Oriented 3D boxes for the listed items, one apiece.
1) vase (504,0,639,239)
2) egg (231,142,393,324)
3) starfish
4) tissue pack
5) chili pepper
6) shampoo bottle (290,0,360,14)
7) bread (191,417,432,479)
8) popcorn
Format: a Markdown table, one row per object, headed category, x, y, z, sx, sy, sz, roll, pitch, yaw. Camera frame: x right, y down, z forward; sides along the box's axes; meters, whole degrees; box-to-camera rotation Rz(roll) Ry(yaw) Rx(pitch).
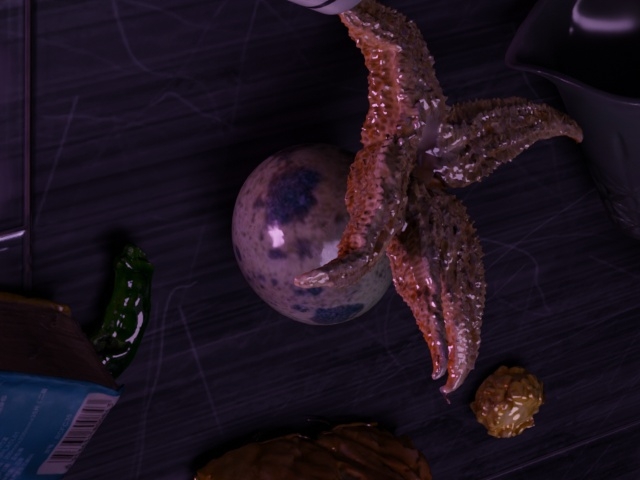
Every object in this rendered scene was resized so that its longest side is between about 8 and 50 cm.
| category | x | y | z | sx | sy | sz | roll | pitch | yaw |
| --- | --- | --- | --- | --- | --- | --- | --- | --- | --- |
| vase | 0.306 | -0.115 | 1.526 | 0.251 | 0.156 | 0.301 | -15 | 148 | 6 |
| egg | 0.000 | 0.000 | 1.403 | 0.141 | 0.141 | 0.182 | -31 | 146 | -9 |
| starfish | 0.086 | -0.018 | 1.322 | 0.301 | 0.294 | 0.084 | 29 | 147 | -37 |
| tissue pack | -0.311 | 0.164 | 1.329 | 0.192 | 0.134 | 0.271 | 17 | 117 | -45 |
| chili pepper | -0.180 | 0.078 | 1.414 | 0.073 | 0.050 | 0.182 | 16 | 116 | -38 |
| shampoo bottle | -0.072 | -0.229 | 1.162 | 0.262 | 0.085 | 0.085 | 14 | 119 | -44 |
| bread | 0.003 | 0.278 | 1.680 | 0.260 | 0.147 | 0.160 | 1 | 124 | -42 |
| popcorn | 0.203 | 0.172 | 1.802 | 0.083 | 0.057 | 0.082 | -11 | 128 | -25 |
